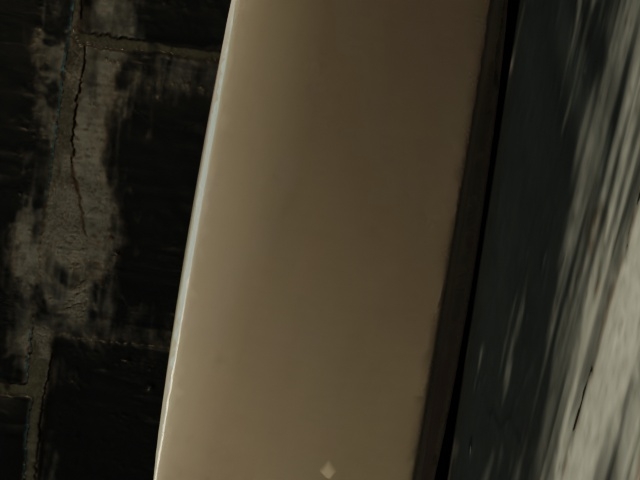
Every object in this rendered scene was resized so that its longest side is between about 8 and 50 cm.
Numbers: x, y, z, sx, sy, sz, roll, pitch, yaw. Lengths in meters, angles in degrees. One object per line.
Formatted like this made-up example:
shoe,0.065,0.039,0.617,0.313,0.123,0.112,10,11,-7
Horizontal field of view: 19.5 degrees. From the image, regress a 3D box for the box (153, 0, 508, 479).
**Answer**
box,0.000,0.000,0.751,0.251,0.106,0.203,176,105,-86
